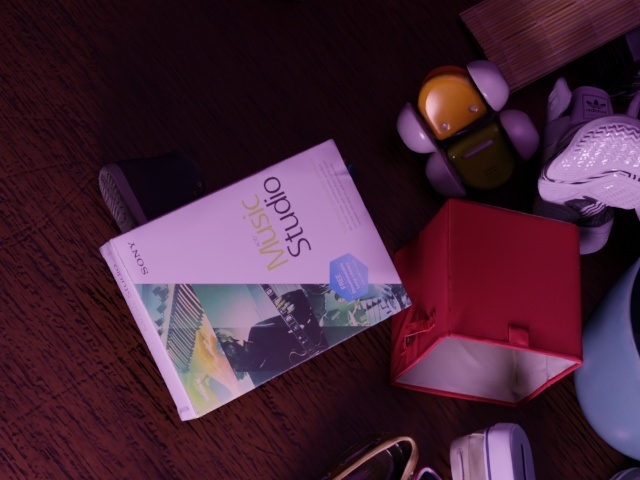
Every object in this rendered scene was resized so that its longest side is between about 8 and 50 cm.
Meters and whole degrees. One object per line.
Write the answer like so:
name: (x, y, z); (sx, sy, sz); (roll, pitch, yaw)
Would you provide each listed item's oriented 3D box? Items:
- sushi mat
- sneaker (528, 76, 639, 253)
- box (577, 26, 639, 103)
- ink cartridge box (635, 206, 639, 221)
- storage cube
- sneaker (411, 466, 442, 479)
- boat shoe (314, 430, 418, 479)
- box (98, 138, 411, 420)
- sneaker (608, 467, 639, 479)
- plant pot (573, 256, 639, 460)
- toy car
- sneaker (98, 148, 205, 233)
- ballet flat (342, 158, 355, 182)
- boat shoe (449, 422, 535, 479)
sushi mat: (0.368, -0.339, 2.158); (0.316, 0.019, 0.151); (-28, 67, 10)
sneaker: (0.354, -0.132, 1.967); (0.137, 0.366, 0.210); (11, 70, 1)
box: (0.467, -0.345, 2.244); (0.163, 0.142, 0.247); (-7, 70, -20)
ink cartridge box: (0.508, -0.065, 2.081); (0.100, 0.237, 0.172); (-2, 58, 25)
storage cube: (0.207, 0.082, 1.920); (0.215, 0.184, 0.193); (12, 62, -16)
sneaker: (0.126, 0.333, 1.837); (0.042, 0.067, 0.118); (2, 66, -21)
boat shoe: (0.004, 0.334, 1.764); (0.110, 0.104, 0.307); (41, 59, -3)
box: (-0.073, 0.042, 1.811); (0.322, 0.058, 0.232); (-27, 91, -25)
sneaker: (0.362, 0.384, 1.881); (0.105, 0.115, 0.281); (36, 58, -3)
plant pot: (0.465, 0.163, 1.957); (0.293, 0.235, 0.293); (9, 63, -18)
toy car: (0.199, -0.158, 2.065); (0.159, 0.136, 0.182); (-31, 105, 11)
sneaker: (-0.175, -0.015, 1.868); (0.118, 0.083, 0.222); (-20, 74, -27)
ballet flat: (0.000, 0.000, 1.952); (0.073, 0.080, 0.232); (1, 60, 9)
boat shoe: (0.216, 0.374, 1.845); (0.109, 0.094, 0.302); (35, 47, -48)
